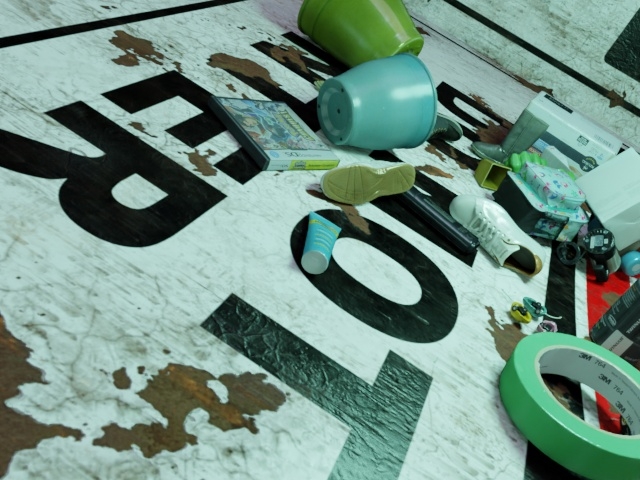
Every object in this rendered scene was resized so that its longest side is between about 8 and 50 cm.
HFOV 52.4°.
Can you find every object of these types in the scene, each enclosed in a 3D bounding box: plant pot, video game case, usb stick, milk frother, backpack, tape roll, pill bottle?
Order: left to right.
[{"bbox_3d":[-0.117,-0.273,1.654,0.248,0.035,0.275,-7,47,-44],"label":"video game case"},{"bbox_3d":[0.170,-0.749,2.302,0.353,0.366,0.366,50,36,11],"label":"plant pot"},{"bbox_3d":[0.139,-0.372,1.811,0.255,0.272,0.272,-14,51,-29],"label":"plant pot"},{"bbox_3d":[0.293,-0.068,1.686,0.278,0.045,0.077,42,27,19],"label":"usb stick"},{"bbox_3d":[0.537,-0.215,2.063,0.081,0.082,0.083,12,24,-26],"label":"plant pot"},{"bbox_3d":[0.665,-0.108,1.922,0.253,0.191,0.225,16,33,-30],"label":"backpack"},{"bbox_3d":[0.508,0.309,1.246,0.321,0.077,0.321,14,31,-8],"label":"tape roll"},{"bbox_3d":[0.776,0.043,1.881,0.143,0.129,0.135,19,-19,39],"label":"milk frother"},{"bbox_3d":[0.767,0.171,1.538,0.130,0.246,0.130,20,33,-14],"label":"pill bottle"}]

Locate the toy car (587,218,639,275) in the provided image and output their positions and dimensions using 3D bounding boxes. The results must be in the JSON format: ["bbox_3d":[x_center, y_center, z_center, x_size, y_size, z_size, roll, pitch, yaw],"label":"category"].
[{"bbox_3d":[1.006,0.007,2.029,0.238,0.210,0.219,25,26,-31],"label":"toy car"}]

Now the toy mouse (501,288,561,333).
[{"bbox_3d":[0.504,0.183,1.514,0.143,0.031,0.161,7,39,-32],"label":"toy mouse"}]

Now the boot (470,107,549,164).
[{"bbox_3d":[0.641,-0.355,2.214,0.189,0.208,0.076,27,31,-4],"label":"boot"}]

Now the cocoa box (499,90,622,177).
[{"bbox_3d":[0.860,-0.339,2.350,0.347,0.228,0.231,37,33,12],"label":"cocoa box"}]

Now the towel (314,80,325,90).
[{"bbox_3d":[0.056,-0.461,2.067,0.148,0.027,0.110,44,33,24],"label":"towel"}]

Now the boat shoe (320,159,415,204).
[{"bbox_3d":[0.104,-0.151,1.619,0.277,0.098,0.096,-7,21,-33],"label":"boat shoe"}]

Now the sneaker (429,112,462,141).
[{"bbox_3d":[0.380,-0.358,2.155,0.222,0.083,0.118,23,50,-24],"label":"sneaker"}]

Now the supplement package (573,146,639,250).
[{"bbox_3d":[0.893,-0.122,1.906,0.149,0.194,0.203,44,22,-35],"label":"supplement package"}]

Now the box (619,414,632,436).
[{"bbox_3d":[0.709,0.446,1.288,0.220,0.051,0.175,31,32,3],"label":"box"}]

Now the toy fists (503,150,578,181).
[{"bbox_3d":[0.714,-0.184,2.096,0.279,0.142,0.096,28,32,-2],"label":"toy fists"}]

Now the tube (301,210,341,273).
[{"bbox_3d":[0.000,0.000,1.358,0.080,0.052,0.207,35,24,-10],"label":"tube"}]

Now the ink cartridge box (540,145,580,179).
[{"bbox_3d":[0.800,-0.210,2.196,0.045,0.145,0.179,-15,51,-30],"label":"ink cartridge box"}]

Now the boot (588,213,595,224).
[{"bbox_3d":[0.992,-0.060,2.212,0.161,0.083,0.246,26,30,5],"label":"boot"}]

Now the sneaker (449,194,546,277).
[{"bbox_3d":[0.456,-0.014,1.681,0.290,0.106,0.123,36,30,7],"label":"sneaker"}]
